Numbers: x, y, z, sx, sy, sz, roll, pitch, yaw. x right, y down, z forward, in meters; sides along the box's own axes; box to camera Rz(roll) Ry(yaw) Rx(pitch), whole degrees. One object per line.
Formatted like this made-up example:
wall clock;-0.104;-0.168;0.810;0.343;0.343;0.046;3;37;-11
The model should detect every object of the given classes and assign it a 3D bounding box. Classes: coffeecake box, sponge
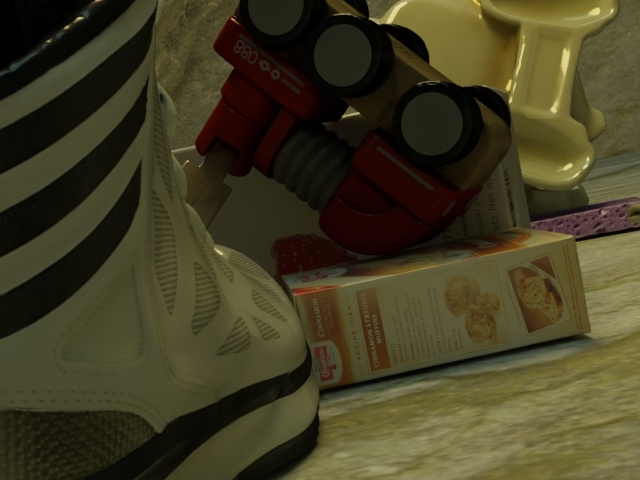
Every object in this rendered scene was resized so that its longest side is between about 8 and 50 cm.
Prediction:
coffeecake box;0.072;0.043;0.773;0.185;0.068;0.142;-12;4;-5
sponge;0.272;-0.016;1.295;0.210;0.031;0.117;-12;3;7

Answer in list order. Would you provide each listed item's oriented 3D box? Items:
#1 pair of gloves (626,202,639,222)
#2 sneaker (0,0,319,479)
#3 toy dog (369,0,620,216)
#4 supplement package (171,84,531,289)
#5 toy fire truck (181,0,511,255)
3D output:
pair of gloves;0.434;-0.032;1.026;0.204;0.042;0.240;-10;5;-34
sneaker;-0.083;-0.018;0.528;0.169;0.257;0.447;3;8;4
toy dog;0.183;-0.137;1.466;0.395;0.284;0.408;3;-18;4
supplement package;0.026;-0.019;0.967;0.293;0.177;0.175;-10;4;16
toy fire truck;-0.016;-0.050;0.814;0.246;0.217;0.158;-55;-14;19
